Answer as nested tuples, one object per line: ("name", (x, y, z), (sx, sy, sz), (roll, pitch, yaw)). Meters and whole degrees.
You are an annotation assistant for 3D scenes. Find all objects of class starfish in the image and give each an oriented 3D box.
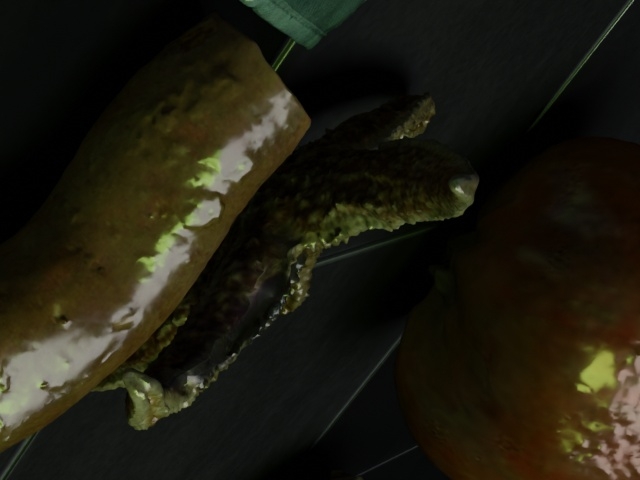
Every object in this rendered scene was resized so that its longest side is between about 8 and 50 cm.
("starfish", (-0.006, -0.006, 0.634), (0.213, 0.057, 0.238), (-45, -175, -32))

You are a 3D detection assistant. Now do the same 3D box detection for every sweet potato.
("sweet potato", (-0.118, 0.045, 0.543), (0.281, 0.059, 0.067), (-41, 119, -3))

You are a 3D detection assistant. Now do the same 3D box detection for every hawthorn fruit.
("hawthorn fruit", (0.166, 0.067, 0.903), (0.199, 0.251, 0.199), (-60, -174, 11))

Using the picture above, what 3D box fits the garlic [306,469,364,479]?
("garlic", (-0.025, 0.254, 1.060), (0.245, 0.160, 0.245), (-28, 154, -15))

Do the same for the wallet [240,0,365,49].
("wallet", (0.026, -0.115, 0.540), (0.129, 0.026, 0.088), (-46, 166, 8))
